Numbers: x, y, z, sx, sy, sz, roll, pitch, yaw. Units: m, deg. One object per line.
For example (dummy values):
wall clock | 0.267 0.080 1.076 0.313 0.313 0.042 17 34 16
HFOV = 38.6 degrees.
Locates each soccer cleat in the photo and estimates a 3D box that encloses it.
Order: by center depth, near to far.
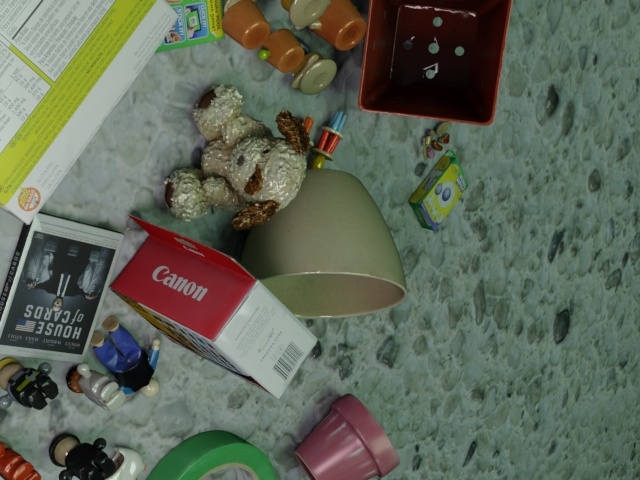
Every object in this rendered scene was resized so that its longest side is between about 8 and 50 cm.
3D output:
soccer cleat | -0.396 0.474 1.686 0.076 0.068 0.196 41 67 -40

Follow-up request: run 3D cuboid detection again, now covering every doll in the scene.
doll | -0.342 0.221 1.660 0.129 0.046 0.189 -46 132 -23

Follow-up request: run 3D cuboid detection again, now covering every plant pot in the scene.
plant pot | 0.230 -0.391 1.857 0.236 0.267 0.267 -63 160 -75
plant pot | 0.048 0.475 2.060 0.180 0.201 0.201 -33 127 -14

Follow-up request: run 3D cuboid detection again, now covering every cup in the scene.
cup | 0.000 0.000 1.773 0.331 0.331 0.236 22 61 -47

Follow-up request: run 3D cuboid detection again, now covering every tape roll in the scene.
tape roll | -0.233 0.552 1.868 0.321 0.077 0.321 -17 115 -41

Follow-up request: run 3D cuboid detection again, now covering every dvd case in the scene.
dvd case | -0.440 0.082 1.523 0.179 0.030 0.238 17 91 -47

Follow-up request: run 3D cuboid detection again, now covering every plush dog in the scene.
plush dog | -0.122 -0.123 1.631 0.211 0.225 0.262 25 85 -47

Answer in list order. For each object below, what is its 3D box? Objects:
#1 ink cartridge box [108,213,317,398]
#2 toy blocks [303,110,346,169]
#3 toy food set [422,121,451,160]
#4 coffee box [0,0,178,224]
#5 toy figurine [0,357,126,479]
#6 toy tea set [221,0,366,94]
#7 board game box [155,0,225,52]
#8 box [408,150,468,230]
ink cartridge box | -0.206 0.108 1.567 0.130 0.310 0.272 -55 134 -16
toy blocks | -0.008 -0.207 1.845 0.123 0.054 0.148 31 82 -47
toy food set | 0.268 -0.233 2.149 0.122 0.019 0.077 -31 125 -44
coffee box | -0.460 -0.279 1.146 0.338 0.338 0.334 -58 135 -13
toy figurine | -0.447 0.302 1.519 0.213 0.148 0.209 7 93 -45
toy tea set | -0.055 -0.407 1.689 0.200 0.124 0.336 -47 153 14
board game box | -0.264 -0.473 1.495 0.214 0.046 0.317 -22 119 -38
box | 0.292 -0.122 2.194 0.179 0.043 0.105 -53 135 -21
